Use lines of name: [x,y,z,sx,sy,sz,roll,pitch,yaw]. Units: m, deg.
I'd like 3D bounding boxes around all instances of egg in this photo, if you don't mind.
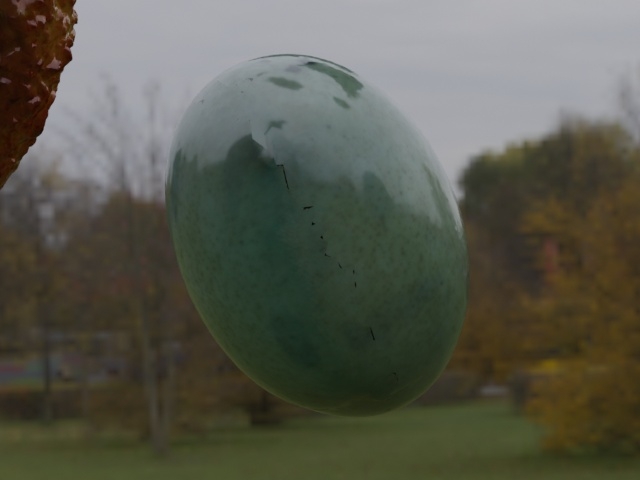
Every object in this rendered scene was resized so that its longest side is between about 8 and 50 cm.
egg: [0.000,0.000,1.184,0.169,0.236,0.169,-23,21,9]

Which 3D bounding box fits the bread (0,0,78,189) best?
bread: [-0.213,-0.059,0.953,0.139,0.269,0.095,36,-6,-14]
